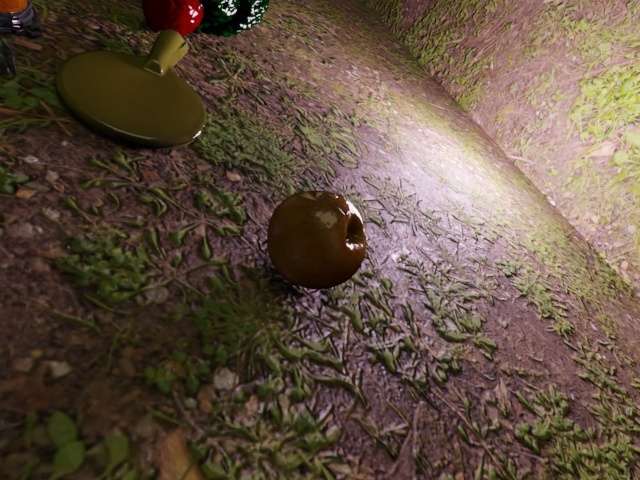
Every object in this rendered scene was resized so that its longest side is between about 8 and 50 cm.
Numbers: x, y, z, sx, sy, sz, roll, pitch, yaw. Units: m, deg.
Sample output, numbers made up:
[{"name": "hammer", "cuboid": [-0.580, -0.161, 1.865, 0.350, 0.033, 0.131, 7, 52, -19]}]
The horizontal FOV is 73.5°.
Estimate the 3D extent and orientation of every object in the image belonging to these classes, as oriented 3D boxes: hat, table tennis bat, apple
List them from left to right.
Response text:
[{"name": "table tennis bat", "cuboid": [-0.300, -0.279, 0.744, 0.224, 0.054, 0.368, 21, 42, -21]}, {"name": "hat", "cuboid": [-0.283, -0.584, 0.971, 0.274, 0.242, 0.332, 25, 47, 4]}, {"name": "apple", "cuboid": [0.000, 0.000, 0.595, 0.147, 0.146, 0.146, 24, 36, -19]}]

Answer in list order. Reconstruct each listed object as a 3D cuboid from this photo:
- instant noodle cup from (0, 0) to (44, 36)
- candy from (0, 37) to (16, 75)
[{"name": "instant noodle cup", "cuboid": [-0.521, -0.418, 0.638, 0.208, 0.125, 0.177, 16, 40, -28]}, {"name": "candy", "cuboid": [-0.493, -0.254, 0.539, 0.182, 0.053, 0.046, 3, 40, -42]}]
